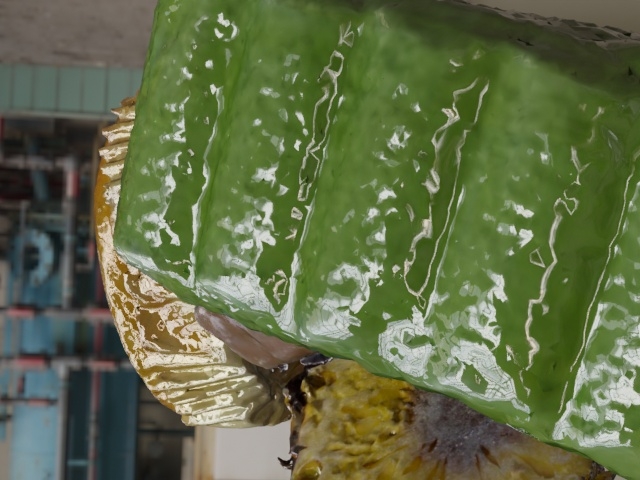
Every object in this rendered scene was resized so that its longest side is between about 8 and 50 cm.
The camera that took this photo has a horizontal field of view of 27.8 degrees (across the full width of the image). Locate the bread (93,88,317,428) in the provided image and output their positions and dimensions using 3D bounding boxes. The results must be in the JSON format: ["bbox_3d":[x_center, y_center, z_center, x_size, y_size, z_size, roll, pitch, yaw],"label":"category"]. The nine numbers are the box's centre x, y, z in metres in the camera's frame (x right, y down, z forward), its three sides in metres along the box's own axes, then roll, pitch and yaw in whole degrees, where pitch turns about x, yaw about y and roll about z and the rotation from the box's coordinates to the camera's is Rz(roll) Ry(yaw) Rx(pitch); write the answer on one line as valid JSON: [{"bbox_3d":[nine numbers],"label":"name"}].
[{"bbox_3d":[-0.113,0.012,1.371,0.183,0.389,0.236,5,-163,41],"label":"bread"}]

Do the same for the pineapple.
[{"bbox_3d":[0.123,0.195,0.946,0.262,0.262,0.272,0,137,24],"label":"pineapple"}]

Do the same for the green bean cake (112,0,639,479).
[{"bbox_3d":[0.082,-0.016,0.432,0.222,0.125,0.248,19,-170,31],"label":"green bean cake"}]

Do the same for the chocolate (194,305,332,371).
[{"bbox_3d":[0.000,0.000,0.891,0.093,0.148,0.214,33,151,-17],"label":"chocolate"}]
